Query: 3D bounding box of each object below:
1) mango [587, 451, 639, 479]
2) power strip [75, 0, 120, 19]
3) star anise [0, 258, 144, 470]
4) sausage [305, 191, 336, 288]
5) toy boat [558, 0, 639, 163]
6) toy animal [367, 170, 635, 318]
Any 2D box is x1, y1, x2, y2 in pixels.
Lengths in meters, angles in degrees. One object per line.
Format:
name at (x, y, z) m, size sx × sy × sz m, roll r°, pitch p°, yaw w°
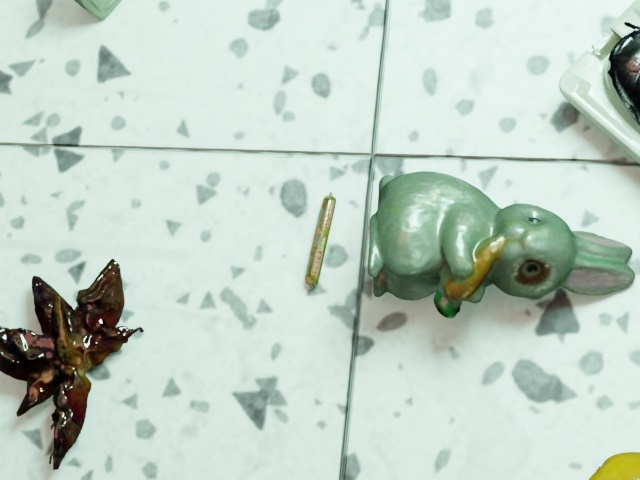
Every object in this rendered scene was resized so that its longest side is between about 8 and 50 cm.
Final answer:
mango at (0.324, 0.252, 1.566) m, size 0.184 × 0.085 × 0.102 m, roll 24°, pitch 84°, yaw 13°
power strip at (-0.206, -0.310, 1.847) m, size 0.042 × 0.075 × 0.175 m, roll 39°, pitch 89°, yaw 22°
star anise at (-0.270, 0.106, 1.770) m, size 0.157 × 0.053 × 0.212 m, roll 27°, pitch 86°, yaw 18°
sausage at (0.000, 0.000, 1.748) m, size 0.015 × 0.015 × 0.100 m, roll 10°, pitch 79°, yaw 16°
toy boat at (0.353, -0.115, 1.629) m, size 0.141 × 0.141 × 0.269 m, roll -46°, pitch 56°, yaw 0°
toy animal at (0.171, 0.003, 1.654) m, size 0.251 × 0.125 × 0.127 m, roll 1°, pitch 105°, yaw 9°
